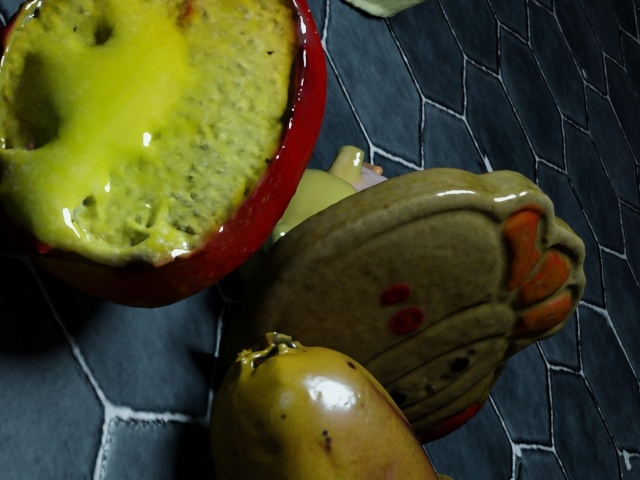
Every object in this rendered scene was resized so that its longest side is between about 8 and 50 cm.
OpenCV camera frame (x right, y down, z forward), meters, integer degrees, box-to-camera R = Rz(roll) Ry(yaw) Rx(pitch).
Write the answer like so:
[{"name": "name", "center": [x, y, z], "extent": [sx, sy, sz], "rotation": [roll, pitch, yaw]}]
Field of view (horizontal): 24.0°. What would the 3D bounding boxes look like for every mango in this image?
[{"name": "mango", "center": [0.006, 0.218, 1.312], "extent": [0.201, 0.153, 0.287], "rotation": [-33, 101, -38]}]

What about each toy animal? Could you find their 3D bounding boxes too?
[{"name": "toy animal", "center": [0.003, 0.001, 1.508], "extent": [0.281, 0.169, 0.195], "rotation": [1, 103, -61]}]

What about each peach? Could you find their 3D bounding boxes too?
[{"name": "peach", "center": [-0.137, -0.096, 1.194], "extent": [0.281, 0.281, 0.338], "rotation": [60, 26, -18]}]

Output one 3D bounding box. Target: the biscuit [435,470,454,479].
[{"name": "biscuit", "center": [0.155, 0.383, 1.645], "extent": [0.273, 0.049, 0.257], "rotation": [48, 32, -40]}]

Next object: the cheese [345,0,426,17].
[{"name": "cheese", "center": [0.043, -0.439, 1.994], "extent": [0.384, 0.104, 0.384], "rotation": [45, 34, -41]}]

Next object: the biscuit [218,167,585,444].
[{"name": "biscuit", "center": [0.090, 0.080, 1.449], "extent": [0.074, 0.359, 0.381], "rotation": [64, 0, 42]}]
